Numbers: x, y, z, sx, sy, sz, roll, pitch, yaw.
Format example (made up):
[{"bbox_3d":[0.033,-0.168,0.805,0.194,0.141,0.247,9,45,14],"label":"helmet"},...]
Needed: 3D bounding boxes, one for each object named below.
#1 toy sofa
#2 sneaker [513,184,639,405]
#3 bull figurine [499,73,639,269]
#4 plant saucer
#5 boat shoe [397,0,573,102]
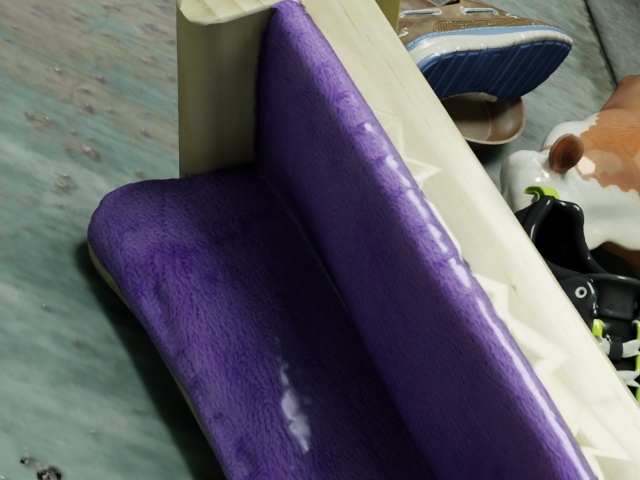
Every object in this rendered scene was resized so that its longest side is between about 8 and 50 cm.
[{"bbox_3d":[0.029,0.051,0.780,0.177,0.150,0.363,-19,58,-17],"label":"toy sofa"},{"bbox_3d":[0.150,0.062,1.004,0.084,0.097,0.235,11,41,-36],"label":"sneaker"},{"bbox_3d":[0.238,-0.034,1.216,0.188,0.101,0.310,45,34,2],"label":"bull figurine"},{"bbox_3d":[0.069,-0.120,1.218,0.168,0.029,0.168,27,33,-19],"label":"plant saucer"},{"bbox_3d":[0.105,-0.139,1.188,0.183,0.066,0.066,-7,52,-49],"label":"boat shoe"}]
